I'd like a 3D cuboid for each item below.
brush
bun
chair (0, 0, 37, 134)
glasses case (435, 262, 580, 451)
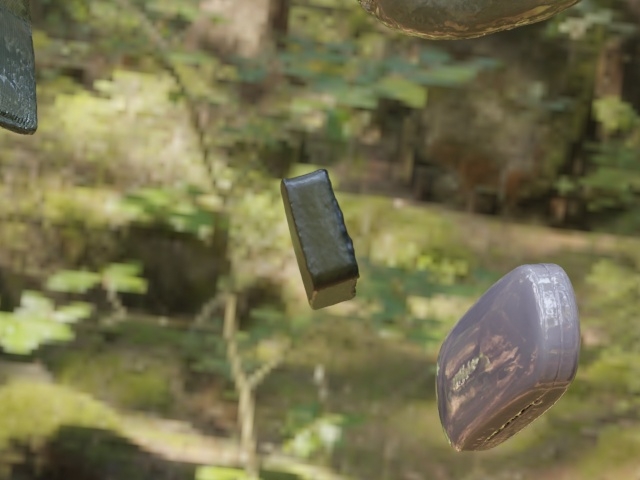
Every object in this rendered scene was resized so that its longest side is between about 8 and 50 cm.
[{"bbox_3d":[0.000,0.000,2.031,0.059,0.123,0.197,-16,-8,-2],"label":"brush"},{"bbox_3d":[0.182,-0.382,2.212,0.326,0.234,0.362,18,48,23],"label":"bun"},{"bbox_3d":[-0.259,-0.268,1.646,0.186,0.319,0.160,-34,-45,15],"label":"chair"},{"bbox_3d":[0.165,0.110,1.748,0.075,0.113,0.297,0,-19,-13],"label":"glasses case"}]
